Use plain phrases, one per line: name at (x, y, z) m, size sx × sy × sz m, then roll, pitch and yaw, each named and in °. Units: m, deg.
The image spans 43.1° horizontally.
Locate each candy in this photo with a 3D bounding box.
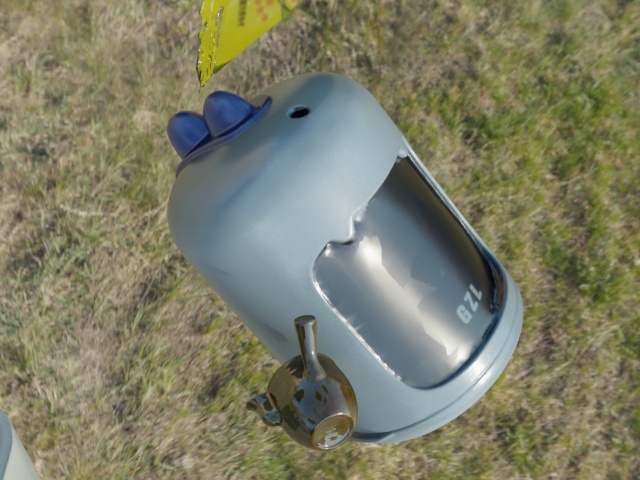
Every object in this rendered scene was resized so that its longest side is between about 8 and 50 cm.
candy at (-0.033, -0.272, 0.740) m, size 0.081 × 0.187 × 0.297 m, roll 27°, pitch 40°, yaw 11°

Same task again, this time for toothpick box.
toothpick box at (0.000, 0.000, 0.784) m, size 0.355 × 0.263 × 0.263 m, roll 50°, pitch 64°, yaw -23°

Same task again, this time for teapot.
teapot at (-0.015, 0.116, 0.651) m, size 0.085 × 0.110 × 0.080 m, roll -14°, pitch 35°, yaw -20°

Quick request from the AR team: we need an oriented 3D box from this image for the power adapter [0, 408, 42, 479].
power adapter at (-0.301, 0.227, 0.623) m, size 0.124 × 0.255 × 0.187 m, roll 8°, pitch 56°, yaw -5°
